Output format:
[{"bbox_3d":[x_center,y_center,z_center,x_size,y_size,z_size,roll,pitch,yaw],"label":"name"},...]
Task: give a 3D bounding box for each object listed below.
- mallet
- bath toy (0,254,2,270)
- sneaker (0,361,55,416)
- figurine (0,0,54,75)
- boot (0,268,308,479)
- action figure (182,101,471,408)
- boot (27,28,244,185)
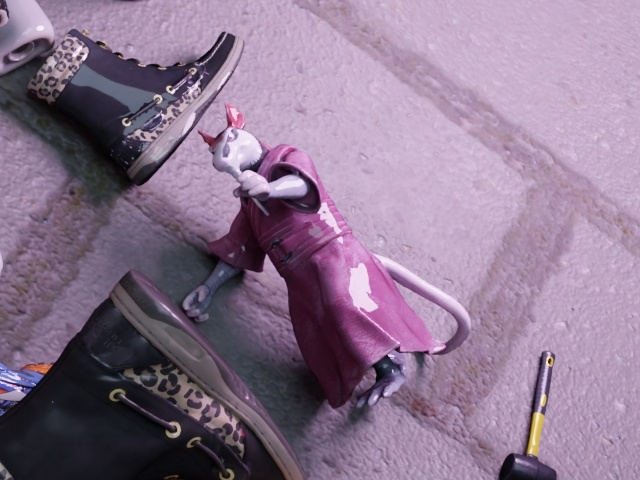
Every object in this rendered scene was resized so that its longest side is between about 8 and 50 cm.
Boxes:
[{"bbox_3d":[0.267,0.219,2.084,0.062,0.039,0.190,31,54,-10],"label":"mallet"},{"bbox_3d":[-0.481,0.033,1.715,0.348,0.151,0.129,-16,81,-34],"label":"bath toy"},{"bbox_3d":[-0.335,0.167,1.774,0.221,0.083,0.087,5,71,-23],"label":"sneaker"},{"bbox_3d":[-0.396,-0.299,1.899,0.092,0.215,0.209,-32,79,9],"label":"figurine"},{"bbox_3d":[-0.189,0.233,1.763,0.284,0.377,0.138,-40,46,-7],"label":"boot"},{"bbox_3d":[0.000,0.000,1.917,0.275,0.248,0.370,-27,85,-34],"label":"action figure"},{"bbox_3d":[-0.207,-0.196,1.997,0.178,0.085,0.236,37,57,-5],"label":"boot"}]
